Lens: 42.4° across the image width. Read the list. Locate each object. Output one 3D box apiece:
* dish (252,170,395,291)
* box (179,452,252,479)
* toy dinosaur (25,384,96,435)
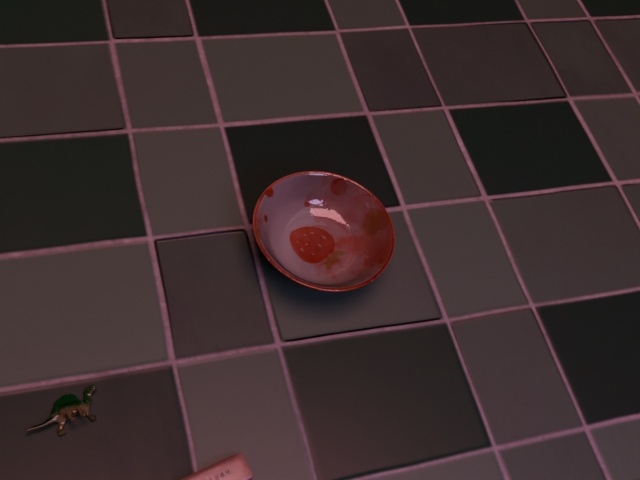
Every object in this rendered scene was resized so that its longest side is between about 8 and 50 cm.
[{"bbox_3d":[0.000,0.000,1.507,0.260,0.085,0.260,7,55,-10],"label":"dish"},{"bbox_3d":[-0.162,0.367,1.259,0.115,0.025,0.048,-19,62,-23],"label":"box"},{"bbox_3d":[-0.398,0.266,1.278,0.120,0.029,0.060,-23,49,-19],"label":"toy dinosaur"}]
